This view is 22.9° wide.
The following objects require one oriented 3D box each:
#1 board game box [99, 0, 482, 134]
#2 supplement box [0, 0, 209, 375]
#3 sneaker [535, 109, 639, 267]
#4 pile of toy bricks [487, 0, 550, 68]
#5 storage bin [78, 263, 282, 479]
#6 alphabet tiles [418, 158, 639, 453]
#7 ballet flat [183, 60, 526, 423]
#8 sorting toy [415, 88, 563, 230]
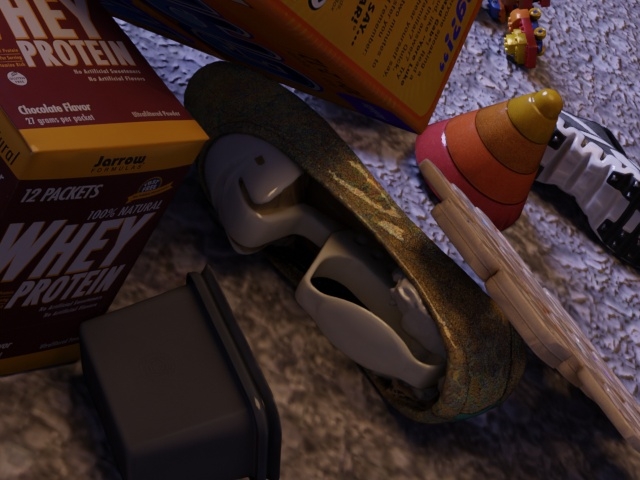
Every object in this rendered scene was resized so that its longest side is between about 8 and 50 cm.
[{"bbox_3d":[-0.062,-0.333,1.101,0.356,0.356,0.356,23,-2,25],"label":"board game box"},{"bbox_3d":[-0.203,-0.050,0.952,0.129,0.194,0.191,-8,50,-47],"label":"supplement box"},{"bbox_3d":[0.270,-0.060,1.500,0.234,0.078,0.106,37,29,5],"label":"sneaker"},{"bbox_3d":[0.181,-0.288,1.723,0.105,0.118,0.212,-6,50,-1],"label":"pile of toy bricks"},{"bbox_3d":[-0.090,0.096,0.969,0.091,0.098,0.135,-14,51,-16],"label":"storage bin"},{"bbox_3d":[0.170,0.064,1.181,0.278,0.021,0.284,56,10,30],"label":"alphabet tiles"},{"bbox_3d":[0.000,0.000,1.152,0.348,0.123,0.123,45,33,15],"label":"ballet flat"},{"bbox_3d":[0.085,-0.182,1.397,0.365,0.126,0.127,49,37,2],"label":"sorting toy"}]
